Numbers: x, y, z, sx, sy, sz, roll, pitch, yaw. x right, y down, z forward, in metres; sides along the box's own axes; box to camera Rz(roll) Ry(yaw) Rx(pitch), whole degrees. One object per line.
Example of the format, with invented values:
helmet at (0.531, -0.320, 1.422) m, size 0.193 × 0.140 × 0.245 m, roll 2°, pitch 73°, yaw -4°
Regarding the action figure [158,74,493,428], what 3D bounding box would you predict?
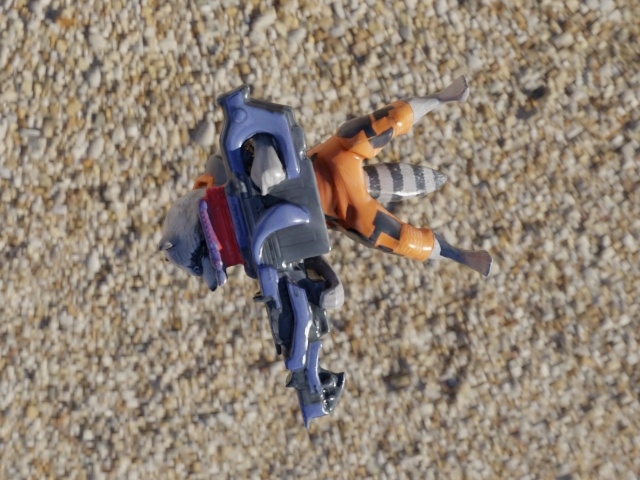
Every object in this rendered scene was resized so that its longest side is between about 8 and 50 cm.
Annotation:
action figure at (0.000, 0.000, 1.223) m, size 0.330 × 0.178 × 0.341 m, roll -8°, pitch 103°, yaw -11°
